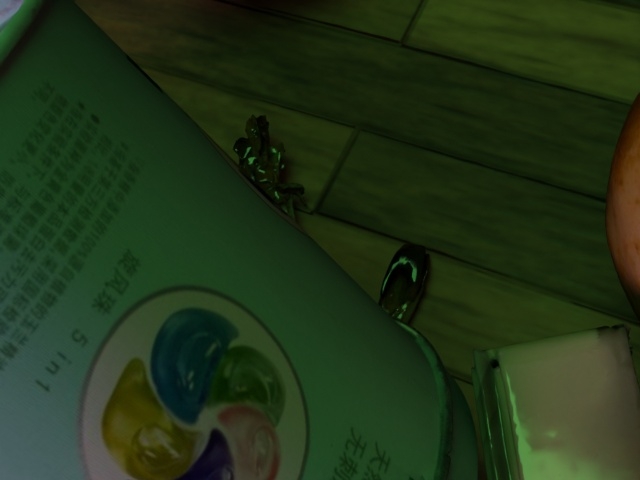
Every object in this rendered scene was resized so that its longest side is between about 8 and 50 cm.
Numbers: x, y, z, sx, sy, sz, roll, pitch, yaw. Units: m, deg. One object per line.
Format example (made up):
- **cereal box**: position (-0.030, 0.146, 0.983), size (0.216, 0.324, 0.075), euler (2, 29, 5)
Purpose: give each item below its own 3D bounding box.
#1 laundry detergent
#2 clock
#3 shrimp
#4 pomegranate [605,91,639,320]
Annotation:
- **laundry detergent**: position (-0.106, 0.093, 0.528), size (0.287, 0.305, 0.287), euler (-37, 24, 19)
- **clock**: position (0.118, 0.151, 0.541), size (0.071, 0.147, 0.192), euler (-10, 62, 8)
- **shrimp**: position (0.000, -0.001, 0.723), size (0.124, 0.034, 0.178), euler (-6, 64, 12)
- **pomegranate**: position (0.230, -0.009, 0.551), size (0.207, 0.207, 0.207), euler (-8, 62, 15)
